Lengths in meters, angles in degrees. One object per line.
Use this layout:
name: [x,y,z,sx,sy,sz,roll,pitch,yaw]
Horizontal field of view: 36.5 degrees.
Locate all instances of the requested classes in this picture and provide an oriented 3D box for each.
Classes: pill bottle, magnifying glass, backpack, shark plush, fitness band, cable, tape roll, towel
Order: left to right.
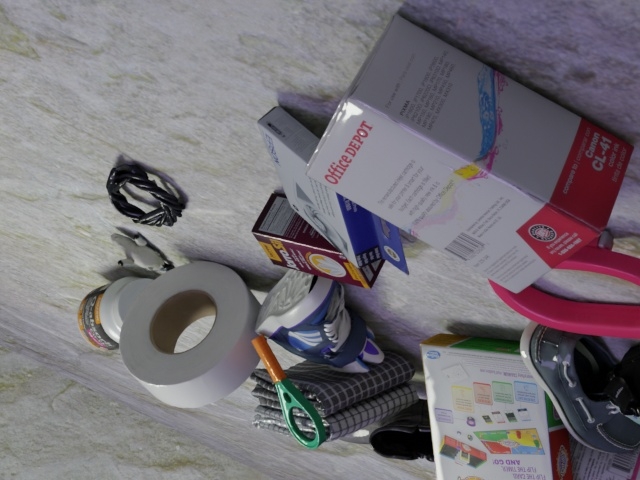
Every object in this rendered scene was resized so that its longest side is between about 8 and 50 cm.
pill bottle: [-0.454,0.169,2.260,0.162,0.162,0.278,36,155,-19]
cable: [-0.322,-0.077,1.773,0.150,0.047,0.184,26,155,-9]
shark plush: [-0.365,0.027,2.050,0.161,0.073,0.067,18,-175,-33]
tape roll: [-0.250,0.182,1.917,0.286,0.286,0.100,11,151,33]
magnifying glass: [-0.062,0.280,1.793,0.092,0.026,0.231,-32,84,53]
towel: [0.018,0.293,1.927,0.283,0.235,0.121,-1,105,52]
pill bottle: [0.438,0.367,1.712,0.283,0.160,0.160,18,155,23]
fitness band: [0.355,0.060,1.317,0.291,0.054,0.209,2,149,46]
backpack: [0.480,0.208,1.368,0.115,0.152,0.182,37,169,1]

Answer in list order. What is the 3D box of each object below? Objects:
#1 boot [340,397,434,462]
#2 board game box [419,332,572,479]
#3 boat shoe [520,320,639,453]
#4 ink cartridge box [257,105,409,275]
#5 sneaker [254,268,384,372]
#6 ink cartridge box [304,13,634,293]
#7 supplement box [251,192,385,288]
boot: [0.139,0.371,1.930,0.338,0.118,0.222,-8,180,25]
board game box: [0.299,0.325,1.644,0.242,0.064,0.317,3,104,42]
boat shoe: [0.433,0.240,1.515,0.319,0.116,0.099,47,154,-27]
ink cartridge box: [0.019,-0.054,1.345,0.224,0.045,0.223,40,165,30]
sneaker: [0.032,0.146,1.759,0.236,0.130,0.323,24,155,-13]
ink cartridge box: [0.160,-0.089,1.112,0.306,0.131,0.226,30,157,-3]
supplement box: [0.000,0.000,1.528,0.188,0.081,0.104,13,153,31]
